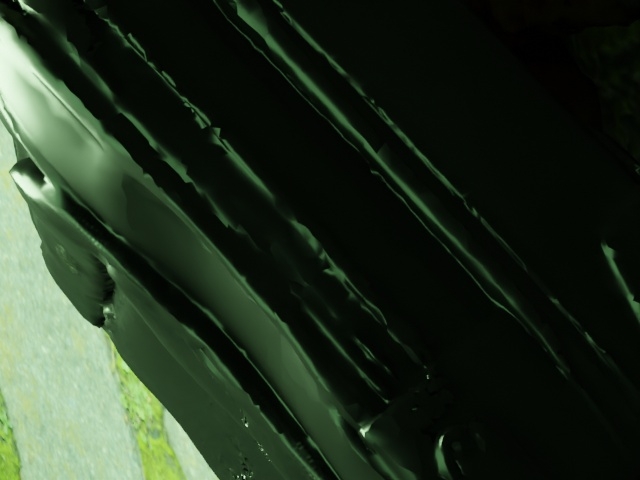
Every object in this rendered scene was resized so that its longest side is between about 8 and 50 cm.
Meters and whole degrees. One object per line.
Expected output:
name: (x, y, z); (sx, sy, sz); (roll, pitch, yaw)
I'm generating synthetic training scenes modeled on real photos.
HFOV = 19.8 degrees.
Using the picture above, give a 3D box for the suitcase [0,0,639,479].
suitcase: (0.000, 0.000, 0.775); (0.339, 0.188, 0.345); (48, 170, 3)

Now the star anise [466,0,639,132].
star anise: (0.054, -0.128, 0.866); (0.288, 0.088, 0.288); (24, 125, 40)
